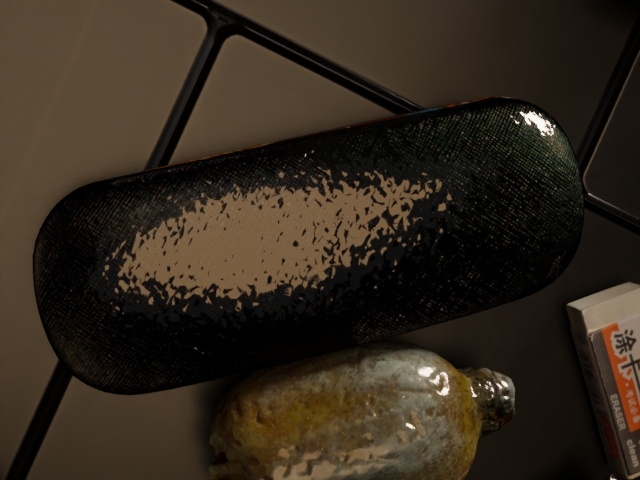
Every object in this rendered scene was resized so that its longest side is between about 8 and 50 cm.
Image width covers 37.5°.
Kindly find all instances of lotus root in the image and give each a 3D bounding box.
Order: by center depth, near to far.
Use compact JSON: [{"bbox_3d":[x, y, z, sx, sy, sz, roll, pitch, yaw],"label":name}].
[{"bbox_3d":[0.027,0.115,0.560,0.192,0.088,0.113,-12,92,-12],"label":"lotus root"}]

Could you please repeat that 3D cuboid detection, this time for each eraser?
[{"bbox_3d":[0.204,0.093,0.627,0.052,0.029,0.122,-19,100,-11],"label":"eraser"}]

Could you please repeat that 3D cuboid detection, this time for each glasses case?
[{"bbox_3d":[0.000,0.000,0.544,0.321,0.082,0.122,-13,97,-10],"label":"glasses case"}]

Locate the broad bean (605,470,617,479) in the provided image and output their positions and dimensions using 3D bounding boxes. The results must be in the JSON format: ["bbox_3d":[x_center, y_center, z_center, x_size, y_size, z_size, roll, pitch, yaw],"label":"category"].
[{"bbox_3d":[0.098,0.280,0.610,0.098,0.056,0.318,32,93,-20],"label":"broad bean"}]
